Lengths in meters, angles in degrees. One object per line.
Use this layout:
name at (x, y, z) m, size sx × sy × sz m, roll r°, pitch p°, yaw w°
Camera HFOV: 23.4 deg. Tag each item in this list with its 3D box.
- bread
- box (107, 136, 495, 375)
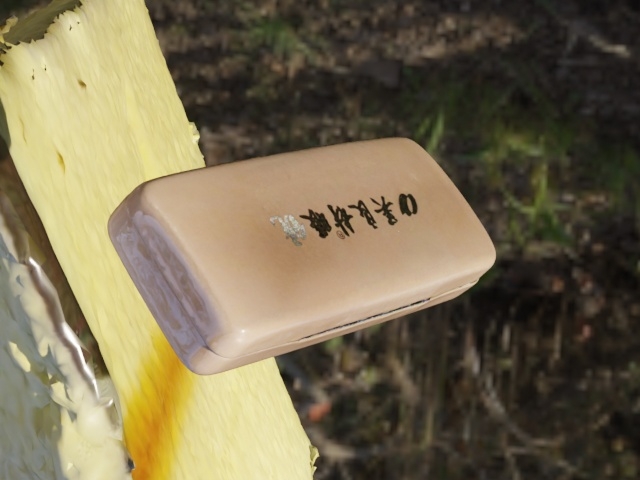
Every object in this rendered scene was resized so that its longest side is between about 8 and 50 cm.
bread at (-0.058, 0.043, 0.710) m, size 0.242 × 0.346 × 0.405 m, roll -19°, pitch -166°, yaw 40°
box at (0.000, 0.000, 0.386) m, size 0.025 × 0.048 × 0.115 m, roll -40°, pitch 163°, yaw 35°
